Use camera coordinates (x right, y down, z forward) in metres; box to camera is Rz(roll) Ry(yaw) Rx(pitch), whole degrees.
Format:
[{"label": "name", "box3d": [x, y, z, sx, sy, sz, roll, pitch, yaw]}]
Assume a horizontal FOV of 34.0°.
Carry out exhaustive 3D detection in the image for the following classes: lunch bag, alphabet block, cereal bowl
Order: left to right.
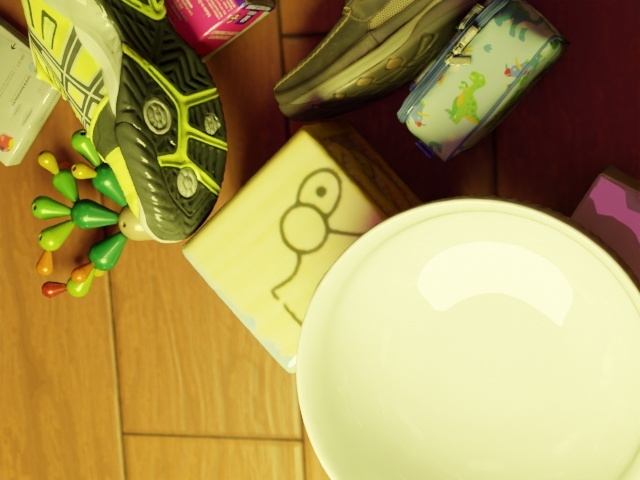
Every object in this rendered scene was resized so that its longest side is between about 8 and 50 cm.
[{"label": "alphabet block", "box3d": [0.000, 0.000, 1.168, 0.197, 0.193, 0.192, -42, 88, 18]}, {"label": "lunch bag", "box3d": [0.167, -0.166, 1.079, 0.090, 0.219, 0.176, 42, 108, 7]}, {"label": "cereal bowl", "box3d": [0.156, 0.120, 0.990, 0.339, 0.141, 0.339, 2, 97, 20]}]

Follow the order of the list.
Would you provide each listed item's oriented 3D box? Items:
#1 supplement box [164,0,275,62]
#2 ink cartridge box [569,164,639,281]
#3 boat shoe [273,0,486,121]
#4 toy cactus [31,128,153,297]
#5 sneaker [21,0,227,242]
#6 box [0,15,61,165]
[{"label": "supplement box", "box3d": [-0.181, -0.255, 1.220, 0.220, 0.111, 0.114, -32, 91, 19]}, {"label": "ink cartridge box", "box3d": [0.279, 0.045, 1.105, 0.100, 0.172, 0.237, 33, 106, 11]}, {"label": "boat shoe", "box3d": [0.092, -0.261, 1.147, 0.355, 0.132, 0.130, -33, 79, 9]}, {"label": "toy cactus", "box3d": [-0.266, -0.027, 1.302, 0.180, 0.112, 0.219, 6, 99, -4]}, {"label": "sneaker", "box3d": [-0.221, -0.179, 1.134, 0.147, 0.145, 0.384, -16, 94, 38]}, {"label": "box", "box3d": [-0.427, -0.209, 1.336, 0.186, 0.038, 0.145, 38, 107, 8]}]
